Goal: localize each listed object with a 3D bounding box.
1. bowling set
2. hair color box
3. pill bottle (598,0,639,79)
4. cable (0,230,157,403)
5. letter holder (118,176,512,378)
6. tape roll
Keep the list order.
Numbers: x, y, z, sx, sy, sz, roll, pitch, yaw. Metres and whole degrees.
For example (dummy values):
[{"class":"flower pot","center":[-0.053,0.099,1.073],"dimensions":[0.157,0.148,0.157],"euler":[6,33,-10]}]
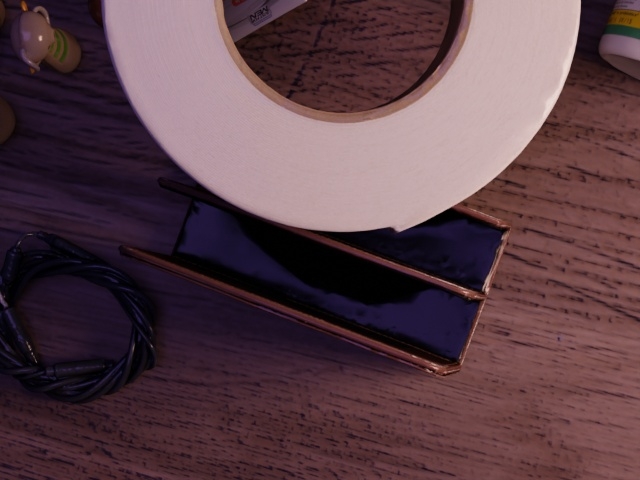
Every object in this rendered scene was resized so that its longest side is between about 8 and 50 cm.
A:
[{"class":"bowling set","center":[-0.284,-0.241,1.377],"dimensions":[0.199,0.154,0.287],"euler":[-13,86,9]},{"class":"hair color box","center":[-0.093,-0.279,1.366],"dimensions":[0.093,0.053,0.167],"euler":[-29,107,8]},{"class":"pill bottle","center":[0.338,-0.242,1.289],"dimensions":[0.117,0.117,0.208],"euler":[23,91,10]},{"class":"cable","center":[-0.244,0.085,1.411],"dimensions":[0.184,0.047,0.151],"euler":[28,93,9]},{"class":"letter holder","center":[0.000,0.000,1.288],"dimensions":[0.301,0.214,0.152],"euler":[20,91,10]},{"class":"tape roll","center":[0.016,-0.198,1.178],"dimensions":[0.392,0.072,0.392],"euler":[0,93,-5]}]
